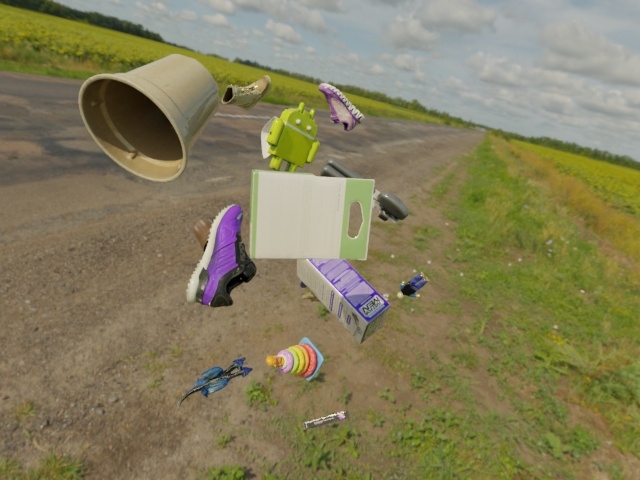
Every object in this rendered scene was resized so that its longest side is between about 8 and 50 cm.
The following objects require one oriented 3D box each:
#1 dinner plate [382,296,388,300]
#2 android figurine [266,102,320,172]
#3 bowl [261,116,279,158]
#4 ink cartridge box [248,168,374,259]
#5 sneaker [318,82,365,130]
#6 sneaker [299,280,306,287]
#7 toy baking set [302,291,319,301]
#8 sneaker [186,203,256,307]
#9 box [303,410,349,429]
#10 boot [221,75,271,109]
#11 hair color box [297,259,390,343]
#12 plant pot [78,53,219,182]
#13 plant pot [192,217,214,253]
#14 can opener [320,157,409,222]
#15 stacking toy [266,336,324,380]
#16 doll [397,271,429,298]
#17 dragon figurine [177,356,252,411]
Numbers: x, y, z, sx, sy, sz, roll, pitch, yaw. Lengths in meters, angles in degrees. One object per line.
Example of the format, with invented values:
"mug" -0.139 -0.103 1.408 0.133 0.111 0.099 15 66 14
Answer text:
"dinner plate" 0.192 0.230 1.543 0.141 0.017 0.141 -7 -5 -1
"android figurine" -0.099 -0.382 1.524 0.056 0.272 0.248 28 6 39
"bowl" -0.183 -0.404 1.602 0.053 0.141 0.142 4 -17 -35
"ink cartridge box" -0.020 -0.048 0.796 0.235 0.171 0.056 1 14 -13
"sneaker" 0.073 -0.536 1.637 0.236 0.104 0.095 38 10 -25
"sneaker" -0.057 0.133 1.722 0.053 0.144 0.059 15 7 -32
"toy baking set" 0.051 0.218 1.601 0.197 0.030 0.256 7 -18 -27
"sneaker" -0.233 0.046 1.071 0.146 0.293 0.102 13 -24 5
"box" 0.024 0.672 1.501 0.162 0.029 0.116 -15 -24 4
"boot" -0.343 -0.694 1.862 0.165 0.213 0.077 -10 72 -55
"hair color box" 0.064 0.161 1.335 0.110 0.185 0.339 -33 64 -22
"plant pot" -0.474 -0.400 1.220 0.334 0.333 0.305 18 49 9
"plant pot" -0.624 -0.029 2.251 0.167 0.166 0.165 -10 46 -49
"can opener" 0.133 -0.150 1.173 0.281 0.093 0.074 32 52 -1
"stacking toy" -0.146 0.572 1.905 0.302 0.165 0.175 16 21 -51
"doll" 0.483 0.250 2.112 0.129 0.189 0.046 45 20 -13
"dragon figurine" -0.401 0.526 1.502 0.289 0.144 0.085 -16 71 -37
